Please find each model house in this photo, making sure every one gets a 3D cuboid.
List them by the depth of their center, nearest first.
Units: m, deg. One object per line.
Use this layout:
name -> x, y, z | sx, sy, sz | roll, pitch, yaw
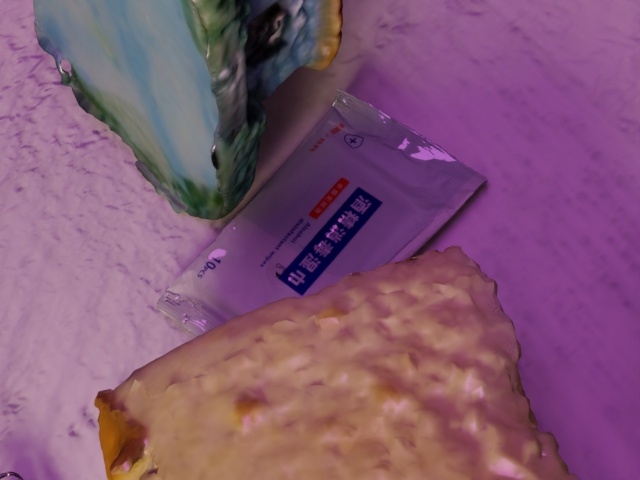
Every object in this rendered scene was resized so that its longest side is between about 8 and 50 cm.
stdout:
model house -> -0.048, -0.189, 0.829 | 0.241, 0.261, 0.226 | -37, 65, -22

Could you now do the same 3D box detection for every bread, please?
bread -> 0.035, 0.200, 0.618 | 0.236, 0.165, 0.375 | -21, 57, -1

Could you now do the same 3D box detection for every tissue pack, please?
tissue pack -> 0.000, 0.000, 0.822 | 0.122, 0.026, 0.193 | 33, 75, 28

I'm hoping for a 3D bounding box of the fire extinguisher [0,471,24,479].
fire extinguisher -> -0.177, 0.171, 0.773 | 0.046, 0.032, 0.100 | -33, 63, 9
